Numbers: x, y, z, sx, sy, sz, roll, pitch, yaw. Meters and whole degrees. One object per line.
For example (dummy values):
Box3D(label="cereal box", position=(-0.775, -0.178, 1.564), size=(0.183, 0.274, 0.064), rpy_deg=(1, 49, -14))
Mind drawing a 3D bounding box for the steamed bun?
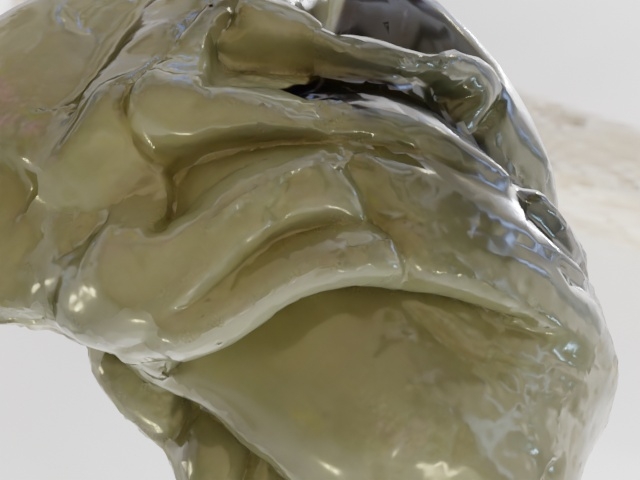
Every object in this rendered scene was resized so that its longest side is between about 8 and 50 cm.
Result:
Box3D(label="steamed bun", position=(0.000, 0.000, 0.725), size=(0.206, 0.275, 0.320), rpy_deg=(-40, -75, 11))
